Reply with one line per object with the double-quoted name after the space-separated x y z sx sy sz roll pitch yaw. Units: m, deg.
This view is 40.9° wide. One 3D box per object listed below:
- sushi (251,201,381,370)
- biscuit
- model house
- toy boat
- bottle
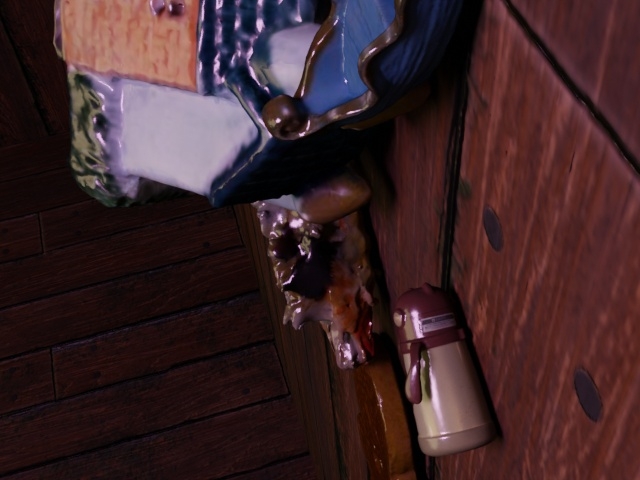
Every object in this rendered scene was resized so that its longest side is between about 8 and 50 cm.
-0.003 0.001 0.728 0.097 0.103 0.226 -34 72 65 "sushi"
0.066 0.198 0.811 0.180 0.039 0.236 -117 15 -67 "biscuit"
-0.031 -0.118 0.570 0.291 0.184 0.253 24 114 40 "model house"
0.015 -0.111 0.381 0.185 0.077 0.075 103 153 -59 "toy boat"
0.071 0.076 0.521 0.063 0.047 0.101 56 -161 -82 "bottle"
